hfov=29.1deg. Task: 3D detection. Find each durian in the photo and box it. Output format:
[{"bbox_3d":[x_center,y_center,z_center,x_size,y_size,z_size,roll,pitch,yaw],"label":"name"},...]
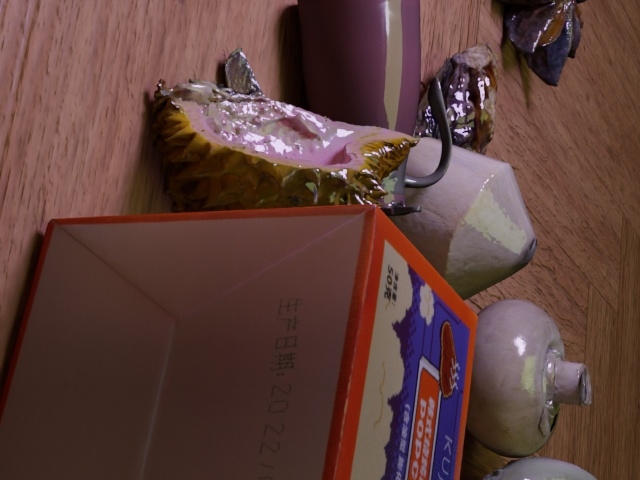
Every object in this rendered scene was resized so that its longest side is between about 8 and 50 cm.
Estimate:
[{"bbox_3d":[-0.034,-0.030,1.258,0.305,0.185,0.195,6,112,-41],"label":"durian"}]

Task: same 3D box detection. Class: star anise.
[{"bbox_3d":[0.395,-0.438,2.191,0.332,0.118,0.331,-12,104,-56],"label":"star anise"}]

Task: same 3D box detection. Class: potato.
[{"bbox_3d":[-0.084,-0.157,1.328,0.037,0.036,0.093,-30,99,-20],"label":"potato"}]

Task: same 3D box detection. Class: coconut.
[{"bbox_3d":[0.166,-0.019,1.567,0.202,0.222,0.202,-46,149,-38],"label":"coconut"}]

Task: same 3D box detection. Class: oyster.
[{"bbox_3d":[0.200,-0.147,1.806,0.275,0.100,0.271,-32,132,-64],"label":"oyster"}]

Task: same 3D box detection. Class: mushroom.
[{"bbox_3d":[0.313,0.214,1.888,0.246,0.202,0.246,7,90,-69],"label":"mushroom"}]

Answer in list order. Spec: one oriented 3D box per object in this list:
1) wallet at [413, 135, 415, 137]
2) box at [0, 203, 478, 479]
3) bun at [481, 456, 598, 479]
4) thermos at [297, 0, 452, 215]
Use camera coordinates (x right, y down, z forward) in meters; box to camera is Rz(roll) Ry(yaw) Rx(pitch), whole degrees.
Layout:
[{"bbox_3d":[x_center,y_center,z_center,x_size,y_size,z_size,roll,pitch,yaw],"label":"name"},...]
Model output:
[{"bbox_3d":[0.090,-0.170,1.655,0.110,0.039,0.155,29,62,-55],"label":"wallet"},{"bbox_3d":[-0.070,0.180,1.011,0.257,0.319,0.348,45,48,-55],"label":"box"},{"bbox_3d":[0.304,0.463,1.880,0.283,0.179,0.283,1,87,-29],"label":"bun"},{"bbox_3d":[0.065,-0.159,1.459,0.146,0.177,0.264,174,-89,-82],"label":"thermos"}]
